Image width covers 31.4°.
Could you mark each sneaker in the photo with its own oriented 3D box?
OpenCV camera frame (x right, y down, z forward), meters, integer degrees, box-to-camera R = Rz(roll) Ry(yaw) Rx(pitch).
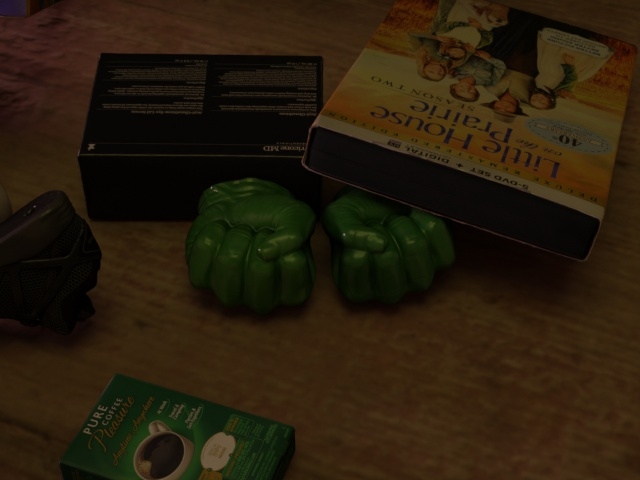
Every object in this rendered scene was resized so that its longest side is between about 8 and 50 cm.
[{"bbox_3d":[-0.310,0.060,1.119,0.227,0.130,0.087,-32,22,5],"label":"sneaker"}]

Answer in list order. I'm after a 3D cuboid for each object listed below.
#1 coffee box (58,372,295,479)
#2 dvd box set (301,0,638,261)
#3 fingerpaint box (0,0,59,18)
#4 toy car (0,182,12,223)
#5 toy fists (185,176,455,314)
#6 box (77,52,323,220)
[{"bbox_3d":[-0.125,0.193,1.018,0.184,0.040,0.113,14,46,12],"label":"coffee box"},{"bbox_3d":[0.188,-0.158,1.289,0.308,0.062,0.420,19,37,9],"label":"dvd box set"},{"bbox_3d":[-0.542,-0.371,1.361,0.445,0.163,0.371,2,16,-5],"label":"fingerpaint box"},{"bbox_3d":[-0.423,-0.053,1.177,0.159,0.136,0.182,-27,33,-24],"label":"toy car"},{"bbox_3d":[0.000,0.000,1.177,0.279,0.096,0.142,-3,47,-6],"label":"toy fists"},{"bbox_3d":[-0.127,-0.118,1.288,0.261,0.103,0.184,1,43,-1],"label":"box"}]
